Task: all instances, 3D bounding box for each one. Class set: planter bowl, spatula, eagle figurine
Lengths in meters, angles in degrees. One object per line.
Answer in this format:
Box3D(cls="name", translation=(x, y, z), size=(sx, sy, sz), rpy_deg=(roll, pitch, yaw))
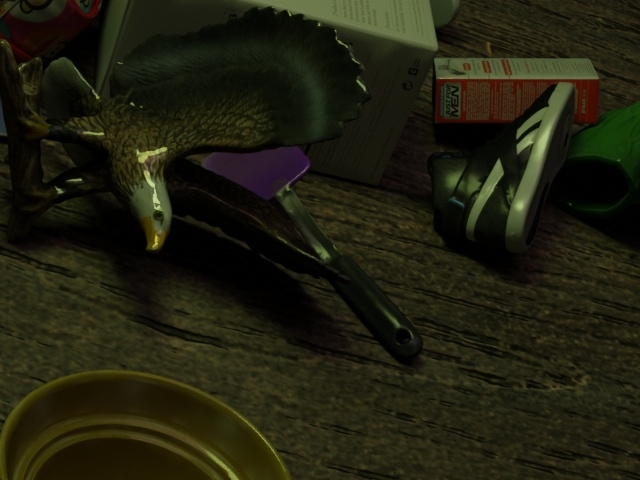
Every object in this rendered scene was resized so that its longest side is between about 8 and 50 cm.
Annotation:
Box3D(cls="planter bowl", translation=(-0.131, 0.197, 1.346), size=(0.217, 0.090, 0.217), rpy_deg=(15, 36, -11))
Box3D(cls="spatula", translation=(0.000, 0.000, 1.726), size=(0.084, 0.030, 0.296), rpy_deg=(-36, 64, -9))
Box3D(cls="eagle figurine", translation=(-0.119, -0.068, 1.613), size=(0.298, 0.226, 0.225), rpy_deg=(-3, 77, -9))

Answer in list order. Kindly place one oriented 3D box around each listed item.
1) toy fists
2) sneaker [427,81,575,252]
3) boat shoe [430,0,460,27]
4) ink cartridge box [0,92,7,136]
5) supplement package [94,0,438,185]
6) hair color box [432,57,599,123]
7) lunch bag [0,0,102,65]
Box3D(cls="toy fists", translation=(0.367, -0.087, 1.909), size=(0.279, 0.096, 0.142), rpy_deg=(-5, 30, 42))
Box3D(cls="sneaker", translation=(0.171, -0.086, 1.865), size=(0.121, 0.079, 0.217), rpy_deg=(11, 49, 18))
Box3D(cls="boat shoe", translation=(0.077, -0.319, 2.177), size=(0.228, 0.080, 0.076), rpy_deg=(31, 36, 25))
Box3D(cls="ink cartridge box", translation=(-0.425, -0.222, 1.766), size=(0.307, 0.072, 0.303), rpy_deg=(5, 37, -20))
Box3D(cls="supplement package", translation=(-0.058, -0.199, 1.844), size=(0.293, 0.175, 0.177), rpy_deg=(13, 37, -14))
Box3D(cls="hair color box", translation=(0.201, -0.156, 1.978), size=(0.167, 0.053, 0.093), rpy_deg=(1, 19, 1))
Box3D(cls="lunch bag", translation=(-0.329, -0.315, 1.798), size=(0.293, 0.120, 0.258), rpy_deg=(44, 18, -18))
